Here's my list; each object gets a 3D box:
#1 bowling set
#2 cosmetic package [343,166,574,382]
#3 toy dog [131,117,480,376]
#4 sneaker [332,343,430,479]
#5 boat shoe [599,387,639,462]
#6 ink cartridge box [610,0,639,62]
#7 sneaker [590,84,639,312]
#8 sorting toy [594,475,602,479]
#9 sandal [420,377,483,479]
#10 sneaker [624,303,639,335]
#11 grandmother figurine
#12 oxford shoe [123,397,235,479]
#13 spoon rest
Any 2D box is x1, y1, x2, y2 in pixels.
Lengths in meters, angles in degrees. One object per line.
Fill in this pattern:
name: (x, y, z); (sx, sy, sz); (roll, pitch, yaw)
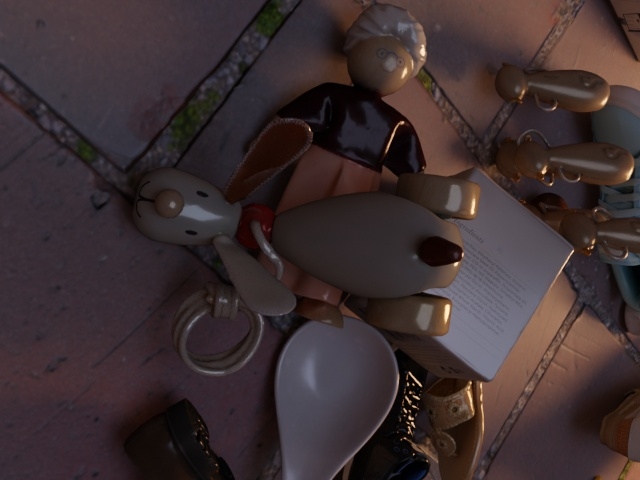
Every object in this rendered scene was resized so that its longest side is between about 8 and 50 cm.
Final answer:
bowling set: (0.284, -0.061, 1.064); (0.154, 0.200, 0.287); (2, 56, -17)
cosmetic package: (0.153, 0.041, 0.960); (0.151, 0.151, 0.184); (38, 76, -9)
toy dog: (0.000, 0.000, 0.769); (0.333, 0.161, 0.220); (-11, 88, -6)
sneaker: (0.100, 0.218, 1.005); (0.079, 0.121, 0.217); (43, 74, -35)
boat shoe: (0.531, 0.277, 1.350); (0.302, 0.103, 0.113); (0, 95, -57)
ink cartridge box: (0.485, -0.355, 1.182); (0.140, 0.082, 0.190); (-53, 128, -9)
sneaker: (0.453, -0.042, 1.206); (0.150, 0.135, 0.366); (-46, 122, -24)
sorting toy: (0.459, 0.417, 1.343); (0.083, 0.075, 0.045); (-27, 115, -30)
sandal: (0.164, 0.193, 1.083); (0.079, 0.088, 0.240); (19, 81, -24)
sneaker: (0.595, 0.085, 1.349); (0.232, 0.115, 0.090); (-40, 121, -23)
grandmother figurine: (0.031, -0.084, 0.901); (0.207, 0.104, 0.343); (19, 88, -32)
oxford shoe: (-0.136, 0.267, 0.880); (0.096, 0.083, 0.227); (-26, 118, -5)
spoon rest: (-0.002, 0.218, 0.939); (0.137, 0.084, 0.277); (17, 91, 1)
